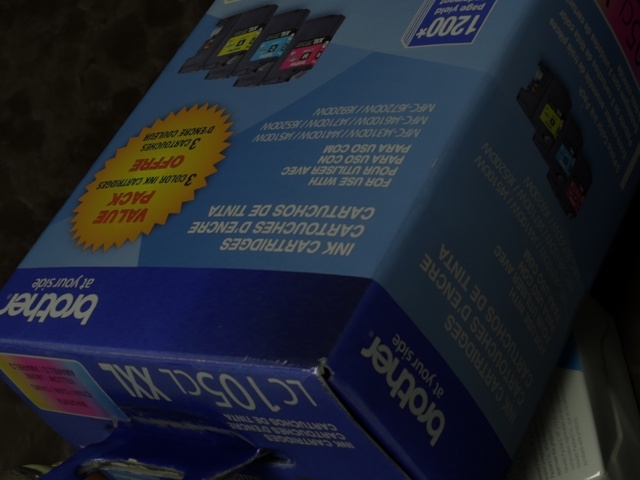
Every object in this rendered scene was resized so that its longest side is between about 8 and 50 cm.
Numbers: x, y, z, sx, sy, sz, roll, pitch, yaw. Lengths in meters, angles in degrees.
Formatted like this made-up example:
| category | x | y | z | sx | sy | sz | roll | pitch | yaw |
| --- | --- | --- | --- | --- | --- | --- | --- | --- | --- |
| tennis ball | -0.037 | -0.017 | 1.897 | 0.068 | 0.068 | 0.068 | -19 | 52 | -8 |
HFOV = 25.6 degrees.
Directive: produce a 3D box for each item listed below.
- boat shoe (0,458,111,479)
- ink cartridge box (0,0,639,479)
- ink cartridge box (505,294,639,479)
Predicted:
| category | x | y | z | sx | sy | sz | roll | pitch | yaw |
| --- | --- | --- | --- | --- | --- | --- | --- | --- | --- |
| boat shoe | -0.065 | 0.249 | 0.800 | 0.122 | 0.120 | 0.324 | -47 | 71 | 25 |
| ink cartridge box | 0.000 | 0.000 | 0.755 | 0.270 | 0.151 | 0.395 | -1 | 50 | 43 |
| ink cartridge box | 0.060 | 0.125 | 0.790 | 0.231 | 0.078 | 0.134 | -26 | 49 | 25 |
